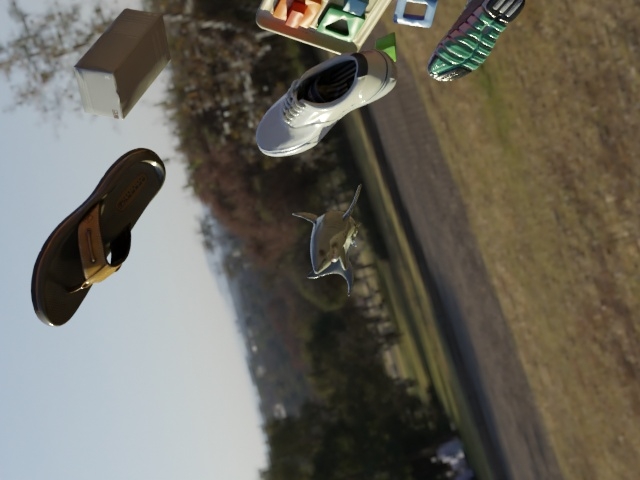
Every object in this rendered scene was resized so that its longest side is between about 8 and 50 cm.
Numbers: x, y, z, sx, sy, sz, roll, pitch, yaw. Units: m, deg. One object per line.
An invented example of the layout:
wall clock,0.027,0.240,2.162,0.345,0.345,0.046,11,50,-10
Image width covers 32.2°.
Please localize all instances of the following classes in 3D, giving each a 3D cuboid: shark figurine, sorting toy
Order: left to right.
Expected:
shark figurine,0.008,-0.012,1.863,0.278,0.116,0.166,53,-128,-78
sorting toy,0.009,-0.369,1.725,0.196,0.347,0.047,125,156,-51

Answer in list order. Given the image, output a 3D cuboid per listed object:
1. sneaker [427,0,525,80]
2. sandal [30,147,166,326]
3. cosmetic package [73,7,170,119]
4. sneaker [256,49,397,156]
sneaker,0.268,-0.375,1.930,0.083,0.223,0.098,27,-143,-27
sandal,-0.231,0.000,1.195,0.060,0.219,0.090,30,166,34
cosmetic package,-0.417,-0.377,2.359,0.238,0.107,0.127,-58,-26,-43
sneaker,-0.013,-0.203,1.585,0.091,0.258,0.094,6,-120,-49
